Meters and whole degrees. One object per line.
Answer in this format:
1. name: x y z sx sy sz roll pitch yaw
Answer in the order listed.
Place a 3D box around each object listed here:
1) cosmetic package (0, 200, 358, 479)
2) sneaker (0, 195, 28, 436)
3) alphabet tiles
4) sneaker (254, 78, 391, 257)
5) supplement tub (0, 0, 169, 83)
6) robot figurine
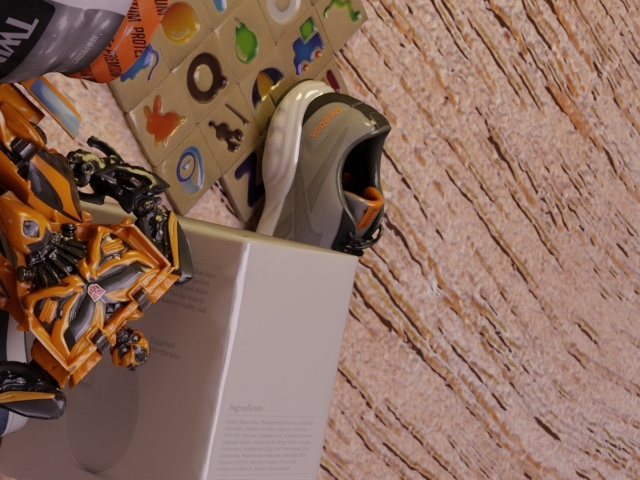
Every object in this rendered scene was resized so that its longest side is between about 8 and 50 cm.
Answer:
1. cosmetic package: -0.112 0.094 1.346 0.138 0.224 0.224 6 95 -50
2. sneaker: -0.290 0.061 1.237 0.163 0.086 0.226 -23 116 -46
3. alphabet tiles: -0.077 -0.195 1.479 0.285 0.011 0.342 -49 133 -29
4. sneaker: 0.000 0.000 1.538 0.100 0.108 0.271 -19 122 -52
5. supplement tub: -0.252 -0.211 1.061 0.316 0.193 0.193 16 87 -29
6. robot figurine: -0.221 -0.018 1.188 0.291 0.085 0.211 45 71 -7
